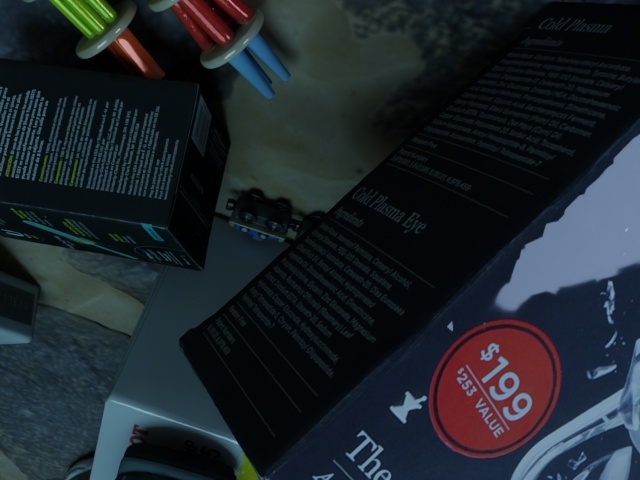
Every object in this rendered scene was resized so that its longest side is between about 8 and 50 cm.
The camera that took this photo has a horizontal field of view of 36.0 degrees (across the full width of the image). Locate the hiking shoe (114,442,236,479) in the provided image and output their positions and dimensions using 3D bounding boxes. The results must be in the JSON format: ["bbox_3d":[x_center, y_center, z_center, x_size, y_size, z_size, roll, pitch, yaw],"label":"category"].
[{"bbox_3d":[-0.136,0.272,0.732,0.113,0.132,0.304,14,138,5],"label":"hiking shoe"}]

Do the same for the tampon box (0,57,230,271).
[{"bbox_3d":[-0.159,-0.052,0.684,0.161,0.101,0.120,9,167,7],"label":"tampon box"}]

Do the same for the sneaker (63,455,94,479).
[{"bbox_3d":[-0.240,0.298,1.105,0.100,0.108,0.271,26,138,-13],"label":"sneaker"}]

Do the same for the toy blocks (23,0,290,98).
[{"bbox_3d":[-0.102,-0.138,0.641,0.123,0.054,0.148,-22,126,34],"label":"toy blocks"}]

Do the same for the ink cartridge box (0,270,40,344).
[{"bbox_3d":[-0.421,0.039,0.837,0.239,0.060,0.275,-3,162,21],"label":"ink cartridge box"}]

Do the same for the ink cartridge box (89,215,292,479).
[{"bbox_3d":[-0.026,0.143,0.807,0.270,0.197,0.198,20,138,-3],"label":"ink cartridge box"}]

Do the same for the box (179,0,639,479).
[{"bbox_3d":[0.156,0.093,0.574,0.312,0.179,0.343,-44,114,-6],"label":"box"}]

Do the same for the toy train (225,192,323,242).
[{"bbox_3d":[0.000,0.000,0.777,0.158,0.027,0.036,20,148,-4],"label":"toy train"}]
